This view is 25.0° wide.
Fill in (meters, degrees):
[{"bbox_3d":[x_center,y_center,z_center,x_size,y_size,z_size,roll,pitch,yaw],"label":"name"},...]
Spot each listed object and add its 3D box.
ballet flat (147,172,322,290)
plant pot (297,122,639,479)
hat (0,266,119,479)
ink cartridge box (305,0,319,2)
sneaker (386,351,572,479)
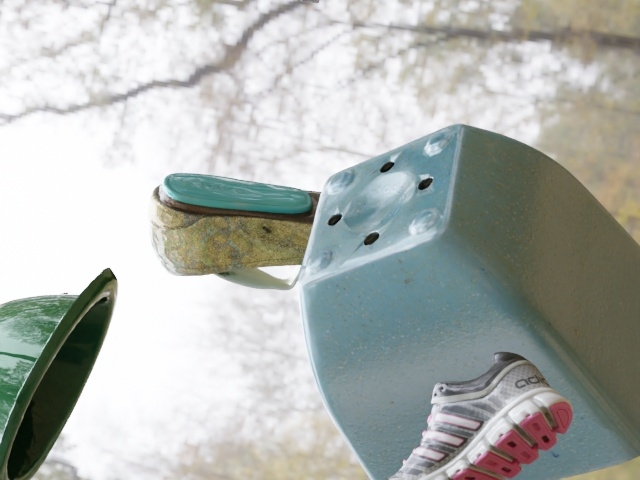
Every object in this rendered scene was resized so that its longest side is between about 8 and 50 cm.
[{"bbox_3d":[0.000,0.000,1.455,0.123,0.349,0.123,-177,90,-84],"label":"ballet flat"},{"bbox_3d":[0.118,0.047,1.247,0.252,0.248,0.247,51,-146,-29],"label":"plant pot"},{"bbox_3d":[-0.260,0.070,0.995,0.173,0.184,0.208,-59,-6,-48],"label":"hat"},{"bbox_3d":[-0.027,-0.323,1.290,0.097,0.046,0.207,0,-73,-43],"label":"ink cartridge box"},{"bbox_3d":[0.094,0.138,0.993,0.063,0.170,0.074,29,-152,-41],"label":"sneaker"}]
